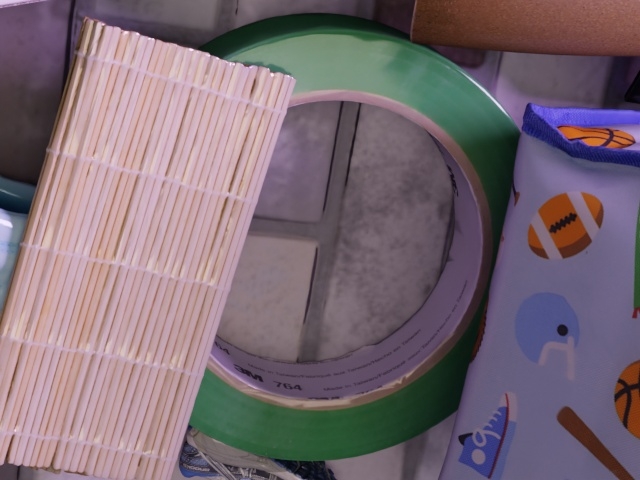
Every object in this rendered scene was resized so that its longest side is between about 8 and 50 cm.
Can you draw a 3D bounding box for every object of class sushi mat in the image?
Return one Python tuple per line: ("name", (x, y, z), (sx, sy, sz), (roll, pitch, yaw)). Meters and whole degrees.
("sushi mat", (-0.129, 0.020, 0.973), (0.151, 0.019, 0.316), (11, 106, -27))

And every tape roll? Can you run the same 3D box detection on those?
("tape roll", (0.000, 0.000, 1.054), (0.321, 0.077, 0.321), (-4, 109, -10))

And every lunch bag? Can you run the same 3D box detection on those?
("lunch bag", (0.264, 0.078, 1.026), (0.385, 0.239, 0.328), (-6, 114, -52))

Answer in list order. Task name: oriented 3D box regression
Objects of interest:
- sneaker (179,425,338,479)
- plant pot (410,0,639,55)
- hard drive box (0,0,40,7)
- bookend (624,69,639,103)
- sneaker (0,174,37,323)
("sneaker", (-0.048, 0.181, 1.123), (0.135, 0.052, 0.058), (26, 111, -10))
("plant pot", (0.205, -0.208, 0.903), (0.254, 0.237, 0.237), (15, 105, 5))
("hard drive box", (-0.160, -0.240, 0.862), (0.089, 0.232, 0.181), (12, 109, 28))
("bookend", (0.303, -0.170, 1.027), (0.156, 0.072, 0.157), (8, 66, -3))
("sneaker", (-0.311, -0.061, 0.951), (0.366, 0.135, 0.150), (30, 99, -30))
